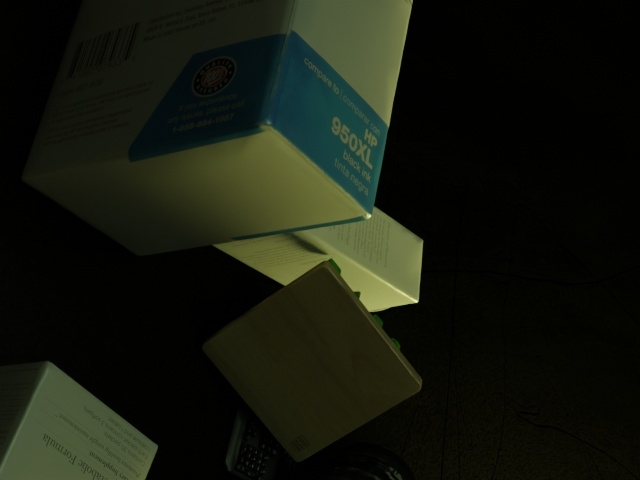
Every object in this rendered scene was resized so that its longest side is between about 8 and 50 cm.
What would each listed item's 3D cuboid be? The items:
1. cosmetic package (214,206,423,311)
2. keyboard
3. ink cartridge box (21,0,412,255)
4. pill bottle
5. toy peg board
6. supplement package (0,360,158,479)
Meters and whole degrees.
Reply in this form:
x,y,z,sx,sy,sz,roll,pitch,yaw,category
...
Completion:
x,y,z,sx,sy,sz,roll,pitch,yaw,category
0.000,0.000,1.351,0.231,0.117,0.085,31,57,-46,cosmetic package
-0.040,0.169,1.327,0.100,0.038,0.192,40,54,-41,keyboard
-0.074,-0.207,1.161,0.166,0.285,0.395,38,54,-43,ink cartridge box
0.020,0.313,1.295,0.123,0.123,0.219,63,34,-21,pill bottle
-0.004,0.112,1.284,0.161,0.160,0.079,52,20,-11,toy peg board
-0.251,0.234,0.958,0.139,0.134,0.244,46,49,-36,supplement package
